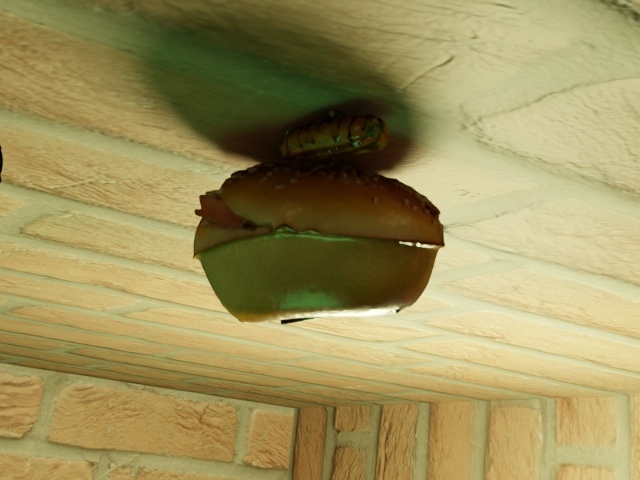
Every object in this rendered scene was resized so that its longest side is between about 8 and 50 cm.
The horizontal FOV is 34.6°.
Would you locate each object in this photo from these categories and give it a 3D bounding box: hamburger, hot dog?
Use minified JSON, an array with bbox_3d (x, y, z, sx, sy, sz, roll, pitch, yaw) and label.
[{"bbox_3d":[0.000,0.000,0.920,0.236,0.147,0.237,-3,180,0],"label":"hamburger"},{"bbox_3d":[0.008,-0.085,0.833,0.049,0.037,0.122,3,177,-43],"label":"hot dog"}]

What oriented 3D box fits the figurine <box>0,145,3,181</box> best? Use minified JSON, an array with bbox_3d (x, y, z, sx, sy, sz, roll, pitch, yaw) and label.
[{"bbox_3d":[-0.418,-0.064,0.940,0.245,0.110,0.138,-3,-179,6],"label":"figurine"}]
